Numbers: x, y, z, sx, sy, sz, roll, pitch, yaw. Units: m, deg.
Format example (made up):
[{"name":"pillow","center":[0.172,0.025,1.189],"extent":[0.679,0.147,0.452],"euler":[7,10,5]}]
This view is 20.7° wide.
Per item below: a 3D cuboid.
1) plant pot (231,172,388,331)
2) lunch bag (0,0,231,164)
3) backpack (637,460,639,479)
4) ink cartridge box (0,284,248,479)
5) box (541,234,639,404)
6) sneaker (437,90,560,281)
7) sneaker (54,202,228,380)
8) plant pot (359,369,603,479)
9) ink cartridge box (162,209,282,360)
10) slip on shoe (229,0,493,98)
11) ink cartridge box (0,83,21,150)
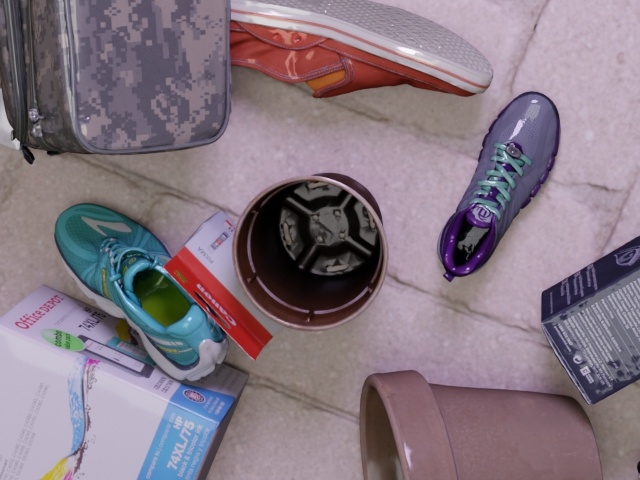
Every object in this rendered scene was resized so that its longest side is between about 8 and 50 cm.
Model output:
[{"name":"plant pot","center":[0.000,0.000,1.907],"extent":[0.167,0.165,0.167],"euler":[1,101,8]},{"name":"lunch bag","center":[-0.243,-0.234,1.866],"extent":[0.213,0.256,0.305],"euler":[-10,102,-33]},{"name":"backpack","center":[0.430,0.317,1.926],"extent":[0.115,0.152,0.182],"euler":[-23,109,21]},{"name":"ink cartridge box","center":[-0.253,0.207,1.966],"extent":[0.270,0.198,0.197],"euler":[23,103,2]},{"name":"box","center":[0.349,0.066,1.879],"extent":[0.207,0.153,0.108],"euler":[-30,96,13]},{"name":"sneaker","center":[0.197,-0.054,1.904],"extent":[0.083,0.098,0.223],"euler":[25,104,2]},{"name":"sneaker","center":[-0.199,0.036,1.929],"extent":[0.107,0.110,0.275],"euler":[-42,58,-13]},{"name":"plant pot","center":[0.180,0.258,1.909],"extent":[0.229,0.263,0.263],"euler":[-8,100,-8]},{"name":"ink cartridge box","center":[-0.092,0.046,1.921],"extent":[0.045,0.179,0.145],"euler":[-43,93,13]},{"name":"slip on shoe","center":[0.024,-0.202,1.895],"extent":[0.331,0.123,0.101],"euler":[13,114,9]},{"name":"ink cartridge box","center":[-0.384,-0.152,1.999],"extent":[0.115,0.029,0.063],"euler":[20,103,4]}]
